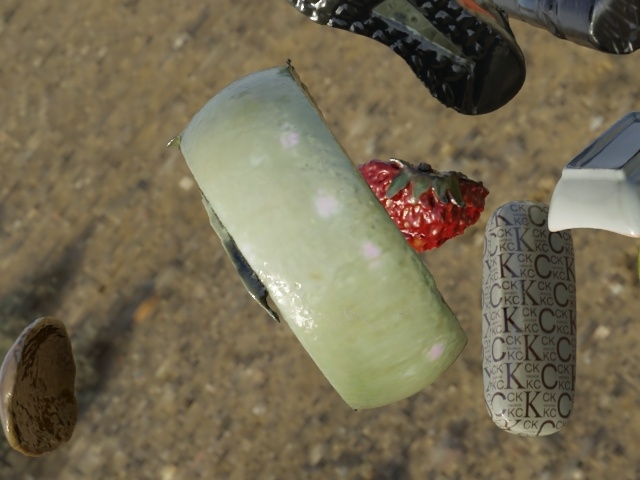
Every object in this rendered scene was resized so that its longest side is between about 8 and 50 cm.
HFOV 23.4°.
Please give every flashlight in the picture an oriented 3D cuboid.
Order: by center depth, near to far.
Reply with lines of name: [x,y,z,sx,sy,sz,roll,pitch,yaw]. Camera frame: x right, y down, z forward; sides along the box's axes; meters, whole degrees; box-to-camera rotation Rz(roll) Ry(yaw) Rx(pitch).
flashlight: [0.277,-0.310,1.959,0.103,0.103,0.424,-52,26,-1]

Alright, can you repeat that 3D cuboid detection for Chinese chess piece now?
Chinese chess piece: [0.000,0.000,1.500,0.146,0.349,0.349,-34,20,2]

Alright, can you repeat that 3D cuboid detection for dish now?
dish: [0.375,-0.091,1.856,0.212,0.077,0.151,-38,27,-32]

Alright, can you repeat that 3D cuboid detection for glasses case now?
glasses case: [0.310,0.113,2.293,0.085,0.137,0.354,152,124,-61]

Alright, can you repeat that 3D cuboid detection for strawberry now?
strawberry: [0.131,-0.034,2.151,0.236,0.190,0.111,96,-177,-82]

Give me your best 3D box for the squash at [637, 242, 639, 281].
squash: [0.367,0.058,1.408,0.132,0.247,0.132,-29,26,16]

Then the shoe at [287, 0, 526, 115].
shoe: [0.088,-0.286,1.708,0.132,0.336,0.171,-50,11,31]

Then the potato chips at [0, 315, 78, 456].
potato chips: [-0.308,0.156,1.662,0.202,0.049,0.150,-4,-86,-84]
